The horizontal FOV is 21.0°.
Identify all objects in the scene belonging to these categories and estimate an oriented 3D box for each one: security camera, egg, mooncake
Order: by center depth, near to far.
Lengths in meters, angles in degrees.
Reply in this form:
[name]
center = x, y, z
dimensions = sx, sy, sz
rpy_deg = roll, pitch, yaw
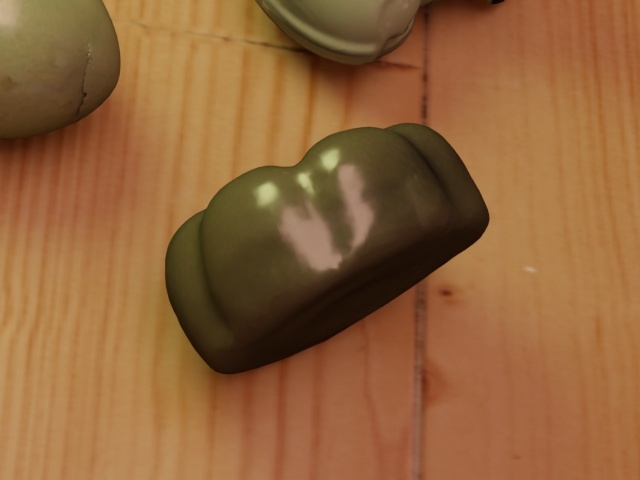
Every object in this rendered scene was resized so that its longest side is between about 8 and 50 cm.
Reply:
[mooncake]
center = 0.000, 0.000, 1.447
dimensions = 0.275, 0.275, 0.135
rpy_deg = -23, 79, -23
[egg]
center = -0.292, -0.183, 1.477
dimensions = 0.253, 0.186, 0.187
rpy_deg = 20, 65, -7
[security camera]
center = 0.062, -0.282, 1.628
dimensions = 0.277, 0.197, 0.191
rpy_deg = -35, 81, -16
